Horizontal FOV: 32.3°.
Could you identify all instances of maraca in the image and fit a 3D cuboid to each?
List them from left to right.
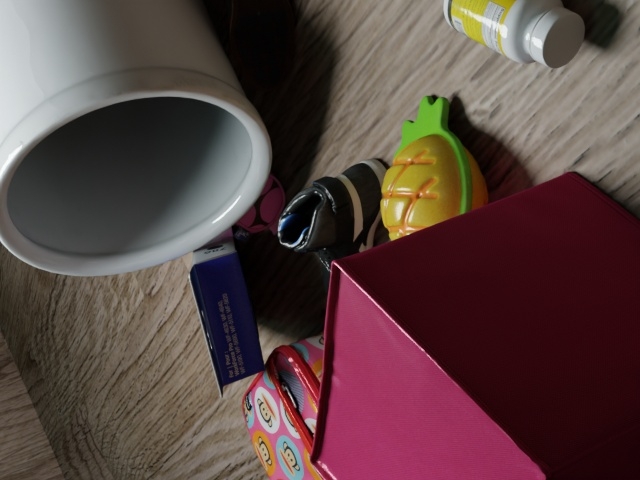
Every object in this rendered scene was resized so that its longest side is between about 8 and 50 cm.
[{"bbox_3d":[0.108,-0.055,1.080,0.127,0.099,0.185,-48,40,48],"label":"maraca"}]

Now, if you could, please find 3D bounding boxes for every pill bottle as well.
[{"bbox_3d":[0.163,-0.187,0.925,0.116,0.065,0.065,40,140,42],"label":"pill bottle"}]

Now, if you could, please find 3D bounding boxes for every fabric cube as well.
[{"bbox_3d":[0.172,0.140,0.916,0.254,0.258,0.259,45,143,37],"label":"fabric cube"}]

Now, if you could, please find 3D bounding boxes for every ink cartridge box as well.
[{"bbox_3d":[-0.124,0.077,1.463,0.332,0.065,0.165,-112,9,-77],"label":"ink cartridge box"}]

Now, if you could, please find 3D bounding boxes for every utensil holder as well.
[{"bbox_3d":[-0.272,-0.203,1.360,0.327,0.328,0.385,108,146,-49],"label":"utensil holder"}]

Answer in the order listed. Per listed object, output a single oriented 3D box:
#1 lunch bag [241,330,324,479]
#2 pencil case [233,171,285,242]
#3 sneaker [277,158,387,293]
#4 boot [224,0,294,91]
[{"bbox_3d":[0.025,0.268,1.415,0.293,0.120,0.258,59,146,21],"label":"lunch bag"},{"bbox_3d":[-0.132,-0.072,1.499,0.098,0.095,0.209,41,174,-38],"label":"pencil case"},{"bbox_3d":[0.000,0.000,1.270,0.079,0.121,0.217,53,147,31],"label":"sneaker"},{"bbox_3d":[-0.081,-0.291,1.308,0.106,0.082,0.219,-107,6,-54],"label":"boot"}]
